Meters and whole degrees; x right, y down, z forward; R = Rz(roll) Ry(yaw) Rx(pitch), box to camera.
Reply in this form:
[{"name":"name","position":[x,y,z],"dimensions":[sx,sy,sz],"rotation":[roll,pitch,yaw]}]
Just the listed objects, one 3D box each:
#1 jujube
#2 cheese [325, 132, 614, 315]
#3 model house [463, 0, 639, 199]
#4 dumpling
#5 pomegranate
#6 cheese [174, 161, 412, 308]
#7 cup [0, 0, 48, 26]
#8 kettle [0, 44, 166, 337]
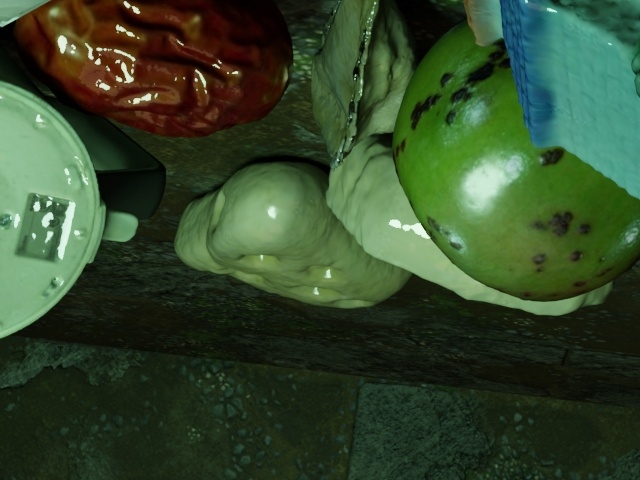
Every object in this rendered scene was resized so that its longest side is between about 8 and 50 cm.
[{"name":"jujube","position":[-0.148,-0.183,1.382],"dimensions":[0.250,0.174,0.174],"rotation":[17,163,-16]},{"name":"cheese","position":[0.170,-0.034,1.615],"dimensions":[0.326,0.115,0.318],"rotation":[26,-159,20]},{"name":"model house","position":[0.239,-0.190,1.028],"dimensions":[0.329,0.295,0.251],"rotation":[37,165,35]},{"name":"dumpling","position":[0.047,-0.150,1.438],"dimensions":[0.086,0.166,0.332],"rotation":[-3,168,-7]},{"name":"pomegranate","position":[0.205,-0.104,1.322],"dimensions":[0.291,0.290,0.323],"rotation":[11,145,-13]},{"name":"cheese","position":[0.000,0.000,2.059],"dimensions":[0.328,0.129,0.351],"rotation":[15,165,-18]},{"name":"cup","position":[-0.190,-0.261,0.892],"dimensions":[0.182,0.264,0.226],"rotation":[-26,-158,-23]},{"name":"kettle","position":[-0.324,-0.083,1.488],"dimensions":[0.361,0.250,0.376],"rotation":[4,-161,-23]}]
